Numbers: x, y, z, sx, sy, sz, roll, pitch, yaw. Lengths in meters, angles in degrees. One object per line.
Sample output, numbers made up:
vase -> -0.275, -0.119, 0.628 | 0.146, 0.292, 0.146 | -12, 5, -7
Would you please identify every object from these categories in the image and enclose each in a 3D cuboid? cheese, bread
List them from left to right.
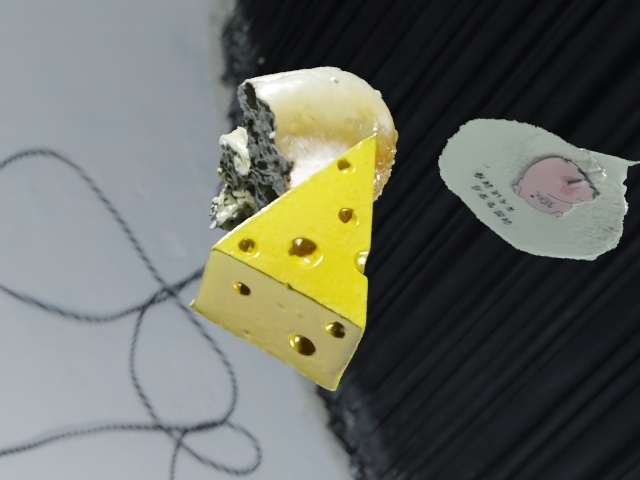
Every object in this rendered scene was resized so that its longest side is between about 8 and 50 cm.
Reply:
bread -> -0.010, -0.087, 1.655 | 0.192, 0.314, 0.171 | -15, 78, -22
cheese -> 0.000, 0.000, 1.095 | 0.126, 0.093, 0.171 | 28, 52, 4

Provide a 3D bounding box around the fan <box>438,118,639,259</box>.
fan -> 0.226, -0.053, 1.214 | 0.182, 0.310, 0.010 | 43, 58, -21
